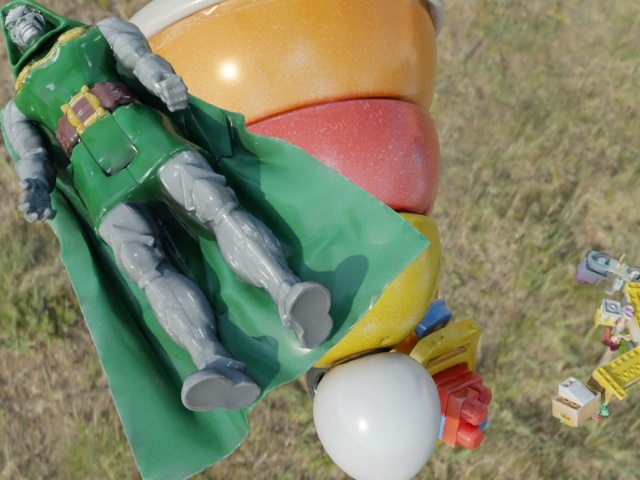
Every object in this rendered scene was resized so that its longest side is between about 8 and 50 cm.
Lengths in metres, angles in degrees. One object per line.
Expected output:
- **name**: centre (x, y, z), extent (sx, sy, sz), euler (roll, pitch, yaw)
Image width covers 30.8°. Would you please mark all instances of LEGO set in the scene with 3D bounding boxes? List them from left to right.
- **LEGO set**: centre (0.358, 0.150, 1.439), extent (0.132, 0.107, 0.287), euler (21, 47, 4)

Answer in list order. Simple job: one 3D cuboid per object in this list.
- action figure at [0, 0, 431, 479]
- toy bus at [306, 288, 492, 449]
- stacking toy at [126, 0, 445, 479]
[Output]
- **action figure**: centre (-0.078, -0.030, 0.475), extent (0.137, 0.063, 0.232), euler (-40, 55, -1)
- **toy bus**: centre (0.105, 0.127, 1.261), extent (0.149, 0.220, 0.211), euler (-15, 28, -40)
- **stacking toy**: centre (0.000, 0.000, 1.110), extent (0.350, 0.350, 0.480), euler (-10, 76, -17)
